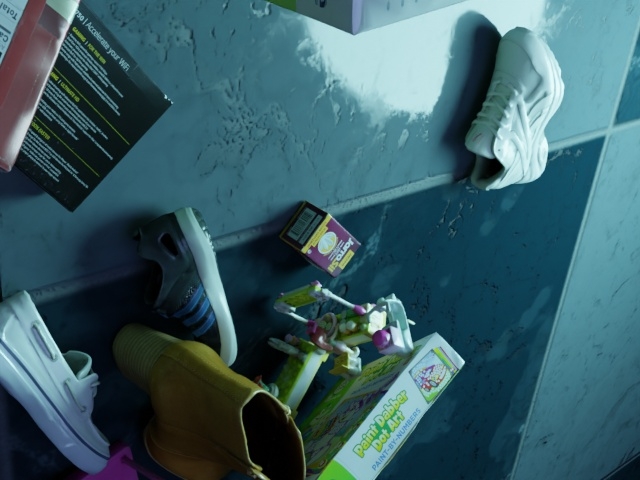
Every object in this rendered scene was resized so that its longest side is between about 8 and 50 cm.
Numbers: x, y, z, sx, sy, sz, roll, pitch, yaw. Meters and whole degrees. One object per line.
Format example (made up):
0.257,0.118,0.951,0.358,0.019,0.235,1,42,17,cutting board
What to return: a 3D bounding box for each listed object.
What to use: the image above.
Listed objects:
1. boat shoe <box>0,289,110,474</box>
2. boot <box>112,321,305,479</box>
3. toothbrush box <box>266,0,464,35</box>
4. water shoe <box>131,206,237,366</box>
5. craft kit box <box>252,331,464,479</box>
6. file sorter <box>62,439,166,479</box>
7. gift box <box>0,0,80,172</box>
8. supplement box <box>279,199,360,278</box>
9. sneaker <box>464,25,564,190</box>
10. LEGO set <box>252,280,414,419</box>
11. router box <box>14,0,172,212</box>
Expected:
-0.245,0.140,0.823,0.076,0.083,0.226,-40,137,-17,boat shoe
-0.097,0.217,0.917,0.104,0.211,0.295,-46,139,-25,boot
0.009,-0.267,0.652,0.206,0.283,0.122,-24,131,-32,toothbrush box
-0.141,0.055,0.898,0.080,0.073,0.203,-17,125,-10,water shoe
0.023,0.232,1.004,0.247,0.061,0.250,-42,-179,-33,craft kit box
-0.207,0.411,0.913,0.202,0.182,0.290,-33,128,-40,file sorter
-0.269,-0.195,0.452,0.255,0.258,0.276,42,61,-50,gift box
0.000,0.000,1.007,0.055,0.043,0.083,-55,141,-4,supplement box
0.239,-0.156,1.111,0.115,0.090,0.232,-27,131,-26,sneaker
-0.027,0.138,1.030,0.107,0.132,0.287,30,122,-34,LEGO set
-0.220,-0.124,0.701,0.133,0.046,0.179,-49,140,-9,router box
